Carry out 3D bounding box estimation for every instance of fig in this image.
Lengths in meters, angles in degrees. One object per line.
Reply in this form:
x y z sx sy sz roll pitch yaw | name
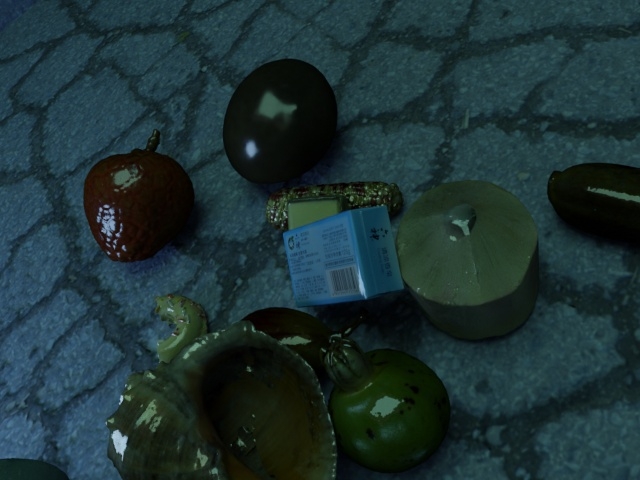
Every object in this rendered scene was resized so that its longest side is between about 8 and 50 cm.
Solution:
-0.030 0.180 1.079 0.274 0.145 0.170 -23 49 24 | fig

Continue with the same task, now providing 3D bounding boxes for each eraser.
0.000 0.000 1.211 0.117 0.058 0.172 -4 90 19 | eraser

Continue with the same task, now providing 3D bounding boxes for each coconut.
0.244 0.027 1.025 0.239 0.244 0.239 -12 51 15 | coconut

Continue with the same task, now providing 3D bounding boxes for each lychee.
-0.410 -0.101 1.387 0.255 0.255 0.300 -6 86 18 | lychee

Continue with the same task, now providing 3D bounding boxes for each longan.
-0.091 -0.264 1.386 0.300 0.243 0.300 -37 15 11 | longan

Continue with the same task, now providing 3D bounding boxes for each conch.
-0.137 0.285 0.947 0.352 0.210 0.297 35 78 1 | conch

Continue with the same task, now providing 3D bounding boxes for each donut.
-0.283 0.173 1.248 0.108 0.065 0.166 -16 51 10 | donut

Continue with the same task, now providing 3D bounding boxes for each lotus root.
0.512 -0.063 1.060 0.241 0.124 0.123 13 51 29 | lotus root

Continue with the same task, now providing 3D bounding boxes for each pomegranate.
0.086 0.240 0.941 0.202 0.248 0.202 -32 21 14 | pomegranate

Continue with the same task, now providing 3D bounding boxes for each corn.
0.026 -0.071 1.286 0.289 0.098 0.098 -3 55 15 | corn

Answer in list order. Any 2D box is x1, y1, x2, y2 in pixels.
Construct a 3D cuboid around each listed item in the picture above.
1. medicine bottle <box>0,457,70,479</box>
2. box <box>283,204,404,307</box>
-0.512 0.529 0.963 0.244 0.245 0.290 -25 49 3 | medicine bottle
0.031 0.033 1.064 0.083 0.232 0.143 -10 86 -31 | box
